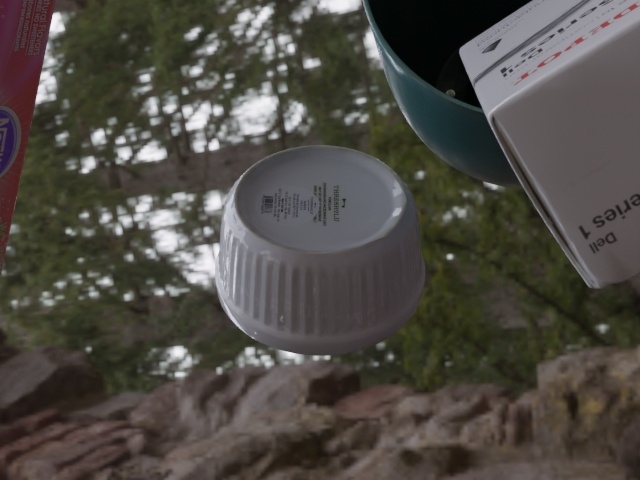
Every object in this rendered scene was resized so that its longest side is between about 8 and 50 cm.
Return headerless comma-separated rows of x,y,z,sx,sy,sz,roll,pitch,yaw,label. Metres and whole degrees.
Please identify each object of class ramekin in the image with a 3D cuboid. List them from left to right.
0.000,0.000,1.158,0.207,0.207,0.109,-58,-23,-44,ramekin

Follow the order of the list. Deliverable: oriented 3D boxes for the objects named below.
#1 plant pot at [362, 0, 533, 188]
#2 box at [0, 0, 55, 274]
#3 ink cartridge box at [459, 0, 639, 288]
0.187,-0.181,1.088,0.235,0.293,0.293,78,-161,-67,plant pot
-0.308,-0.114,0.916,0.142,0.154,0.300,-5,-48,-32,box
0.158,-0.082,0.567,0.093,0.160,0.219,56,-169,-11,ink cartridge box
